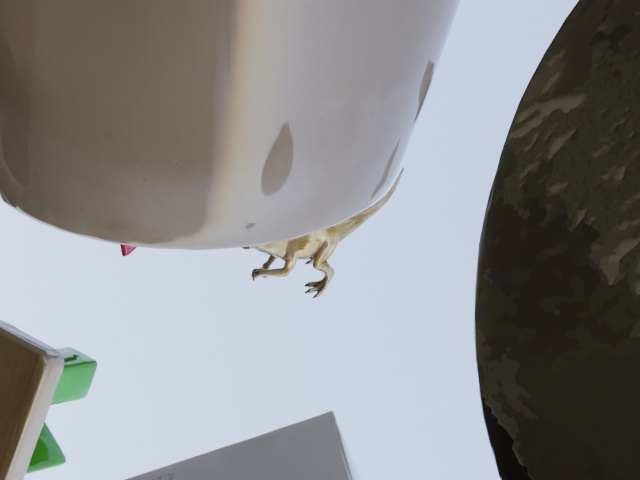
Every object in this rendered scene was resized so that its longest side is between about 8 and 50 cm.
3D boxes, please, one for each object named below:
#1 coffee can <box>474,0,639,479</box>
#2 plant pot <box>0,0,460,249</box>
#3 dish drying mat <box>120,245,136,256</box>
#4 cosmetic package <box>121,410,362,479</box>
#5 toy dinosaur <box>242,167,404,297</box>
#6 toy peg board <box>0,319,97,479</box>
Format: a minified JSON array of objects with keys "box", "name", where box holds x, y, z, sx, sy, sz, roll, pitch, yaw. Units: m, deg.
[{"box":[0.203,0.026,0.424,0.201,0.275,0.201,-13,-108,44],"name":"coffee can"},{"box":[-0.052,-0.161,0.688,0.323,0.323,0.280,29,-52,42],"name":"plant pot"},{"box":[-0.099,-0.036,0.856,0.008,0.032,0.083,6,-65,19],"name":"dish drying mat"},{"box":[-0.124,0.360,1.877,0.385,0.217,0.156,-19,-128,-2],"name":"cosmetic package"},{"box":[0.000,0.000,1.447,0.053,0.183,0.093,57,-30,31],"name":"toy dinosaur"},{"box":[-0.185,0.087,0.712,0.160,0.079,0.161,25,-80,21],"name":"toy peg board"}]
